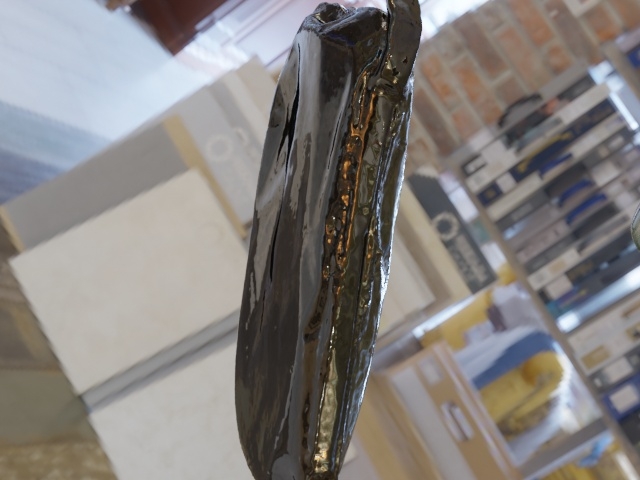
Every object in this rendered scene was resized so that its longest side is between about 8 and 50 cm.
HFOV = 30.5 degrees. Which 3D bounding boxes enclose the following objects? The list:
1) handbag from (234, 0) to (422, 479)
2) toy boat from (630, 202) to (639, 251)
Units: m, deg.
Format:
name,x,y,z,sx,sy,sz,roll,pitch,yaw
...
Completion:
name,x,y,z,sx,sy,sz,roll,pitch,yaw
handbag,0.001,-0.003,0.765,0.075,0.332,0.191,9,11,-14
toy boat,0.219,-0.036,0.388,0.085,0.260,0.078,89,-20,-50
